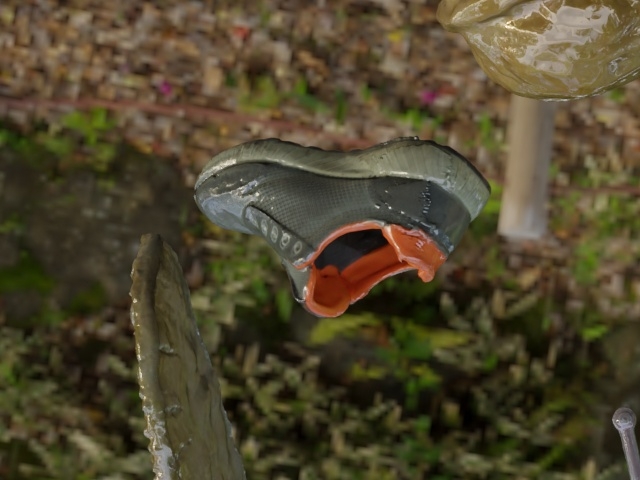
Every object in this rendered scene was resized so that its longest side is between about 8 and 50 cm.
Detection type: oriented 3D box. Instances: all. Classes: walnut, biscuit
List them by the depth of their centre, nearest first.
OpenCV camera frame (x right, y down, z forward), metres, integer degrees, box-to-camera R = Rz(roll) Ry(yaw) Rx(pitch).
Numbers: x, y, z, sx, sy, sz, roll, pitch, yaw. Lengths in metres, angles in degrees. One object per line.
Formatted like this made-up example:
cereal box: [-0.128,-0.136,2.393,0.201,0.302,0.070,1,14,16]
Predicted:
biscuit: [-0.106,0.148,1.326,0.038,0.289,0.141,-9,-160,13]
walnut: [0.213,-0.232,1.381,0.257,0.224,0.257,-26,-173,3]

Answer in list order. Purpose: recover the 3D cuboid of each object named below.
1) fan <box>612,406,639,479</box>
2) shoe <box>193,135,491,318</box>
fan: [0.310,0.297,1.583,0.057,0.282,0.023,-16,173,22]
shoe: [0.000,0.000,1.661,0.336,0.171,0.132,0,147,37]
